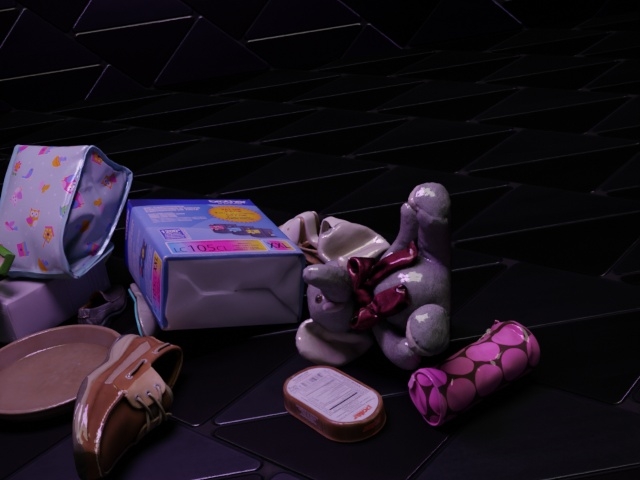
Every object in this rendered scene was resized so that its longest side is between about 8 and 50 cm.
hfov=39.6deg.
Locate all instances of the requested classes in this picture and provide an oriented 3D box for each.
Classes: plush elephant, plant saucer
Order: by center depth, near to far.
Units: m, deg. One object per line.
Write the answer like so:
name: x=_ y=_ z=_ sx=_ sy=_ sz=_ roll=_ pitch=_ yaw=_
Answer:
plush elephant: x=0.082 y=0.079 z=1.428 sx=0.255 sy=0.272 sz=0.330 roll=0 pitch=-19 yaw=9
plant saucer: x=-0.473 y=0.234 z=1.557 sx=0.277 sy=0.041 sz=0.278 roll=-8 pitch=24 yaw=4

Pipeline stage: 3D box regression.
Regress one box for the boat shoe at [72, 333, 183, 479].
boat shoe: x=-0.293 y=0.243 z=1.388 sx=0.119 sy=0.123 sz=0.324 roll=-1 pitch=26 yaw=6

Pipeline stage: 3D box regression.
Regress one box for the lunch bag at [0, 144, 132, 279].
lunch bag: x=-0.519 y=-0.046 z=1.750 sx=0.223 sy=0.262 sz=0.160 roll=3 pitch=-18 yaw=30

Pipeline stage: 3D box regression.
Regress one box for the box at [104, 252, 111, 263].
box: x=-0.546 y=-0.036 z=1.963 sx=0.114 sy=0.203 sz=0.103 roll=-3 pitch=24 yaw=6

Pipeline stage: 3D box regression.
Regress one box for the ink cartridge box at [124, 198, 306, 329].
ink cartridge box: x=-0.226 y=0.024 z=1.731 sx=0.270 sy=0.151 sz=0.395 roll=-1 pitch=18 yaw=-24

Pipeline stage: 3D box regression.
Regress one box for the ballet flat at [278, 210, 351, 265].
ballet flat: x=0.000 y=0.000 z=1.818 sx=0.123 sy=0.123 sz=0.348 roll=-28 pitch=31 yaw=-36

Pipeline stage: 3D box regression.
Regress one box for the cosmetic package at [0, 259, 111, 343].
cosmetic package: x=-0.552 y=0.108 z=1.775 sx=0.127 sy=0.107 sz=0.238 roll=6 pitch=25 yaw=36

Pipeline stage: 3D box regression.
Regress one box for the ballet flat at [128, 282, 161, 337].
ballet flat: x=-0.323 y=0.127 z=1.695 sx=0.068 sy=0.072 sz=0.213 roll=-20 pitch=25 yaw=-10

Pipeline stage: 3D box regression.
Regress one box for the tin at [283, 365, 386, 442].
tin: x=0.018 y=0.249 z=1.372 sx=0.106 sy=0.040 sz=0.189 roll=-30 pitch=32 yaw=-30

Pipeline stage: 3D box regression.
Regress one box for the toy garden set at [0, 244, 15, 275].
toy garden set: x=-0.691 y=0.105 z=1.695 sx=0.049 sy=0.244 sz=0.203 roll=26 pitch=-3 yaw=-42

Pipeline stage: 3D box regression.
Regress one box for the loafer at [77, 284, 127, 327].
loafer: x=-0.428 y=0.125 z=1.749 sx=0.062 sy=0.061 sz=0.170 roll=-5 pitch=24 yaw=10

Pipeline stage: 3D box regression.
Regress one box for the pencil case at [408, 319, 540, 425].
pencil case: x=0.230 y=0.197 z=1.352 sx=0.209 sy=0.095 sz=0.098 roll=-23 pitch=59 yaw=-29
